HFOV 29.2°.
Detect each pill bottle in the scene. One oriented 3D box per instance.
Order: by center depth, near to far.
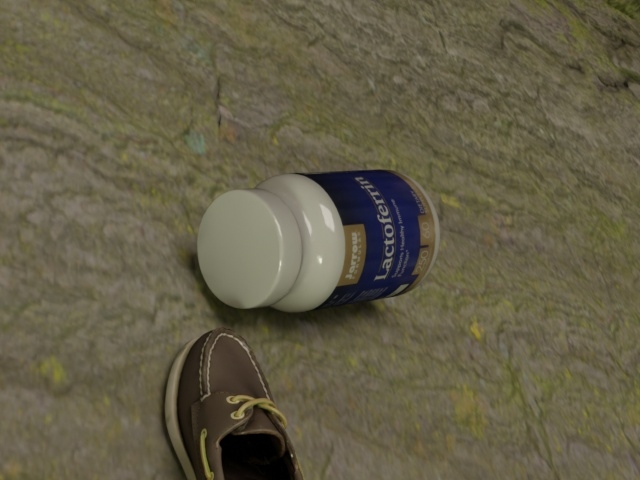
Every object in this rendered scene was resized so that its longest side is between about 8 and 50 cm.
[{"bbox_3d":[0.000,0.000,1.359,0.265,0.153,0.153,-7,57,-49],"label":"pill bottle"}]

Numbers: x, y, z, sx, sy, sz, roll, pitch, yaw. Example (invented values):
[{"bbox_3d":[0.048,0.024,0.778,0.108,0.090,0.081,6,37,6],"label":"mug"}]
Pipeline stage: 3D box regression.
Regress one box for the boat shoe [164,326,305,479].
[{"bbox_3d":[-0.068,0.201,1.108,0.117,0.096,0.324,22,38,-29],"label":"boat shoe"}]
